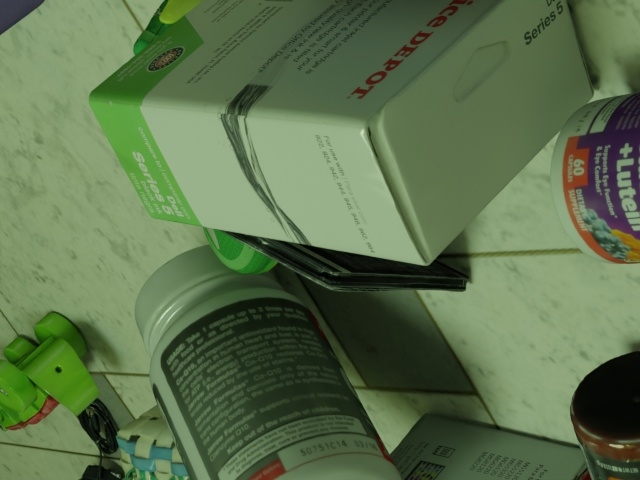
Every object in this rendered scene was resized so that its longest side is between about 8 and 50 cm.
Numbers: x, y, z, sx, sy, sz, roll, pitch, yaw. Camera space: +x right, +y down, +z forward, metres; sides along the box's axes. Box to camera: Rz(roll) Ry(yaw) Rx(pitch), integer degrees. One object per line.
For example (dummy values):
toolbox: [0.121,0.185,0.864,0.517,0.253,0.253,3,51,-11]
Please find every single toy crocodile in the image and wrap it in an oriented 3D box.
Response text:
toy crocodile: [-0.353,0.177,1.914,0.105,0.115,0.340,49,149,-7]

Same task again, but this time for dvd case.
dvd case: [0.000,0.000,1.221,0.164,0.221,0.018,27,101,28]

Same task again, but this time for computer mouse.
computer mouse: [-0.277,0.284,2.034,0.071,0.041,0.242,22,136,20]

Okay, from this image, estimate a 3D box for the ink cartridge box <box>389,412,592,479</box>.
ink cartridge box: [0.208,0.326,1.397,0.272,0.130,0.309,6,131,46]

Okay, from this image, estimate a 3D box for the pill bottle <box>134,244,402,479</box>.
pill bottle: [-0.053,0.144,1.378,0.161,0.161,0.283,87,160,-48]

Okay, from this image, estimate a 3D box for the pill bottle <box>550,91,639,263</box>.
pill bottle: [0.240,-0.043,0.942,0.193,0.108,0.108,-6,122,53]

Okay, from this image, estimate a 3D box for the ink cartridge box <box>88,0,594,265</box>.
ink cartridge box: [0.012,-0.098,1.063,0.273,0.198,0.114,11,135,45]

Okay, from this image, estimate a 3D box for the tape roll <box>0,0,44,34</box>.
tape roll: [-0.333,-0.264,1.403,0.189,0.080,0.189,31,147,23]

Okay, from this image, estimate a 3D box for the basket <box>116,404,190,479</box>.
basket: [-0.084,0.302,1.650,0.255,0.201,0.289,-1,116,50]

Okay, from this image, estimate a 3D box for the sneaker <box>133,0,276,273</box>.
sneaker: [-0.099,-0.079,1.294,0.109,0.123,0.295,24,144,32]

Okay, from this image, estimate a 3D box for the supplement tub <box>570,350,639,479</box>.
supplement tub: [0.261,0.185,1.191,0.106,0.106,0.198,11,136,44]
